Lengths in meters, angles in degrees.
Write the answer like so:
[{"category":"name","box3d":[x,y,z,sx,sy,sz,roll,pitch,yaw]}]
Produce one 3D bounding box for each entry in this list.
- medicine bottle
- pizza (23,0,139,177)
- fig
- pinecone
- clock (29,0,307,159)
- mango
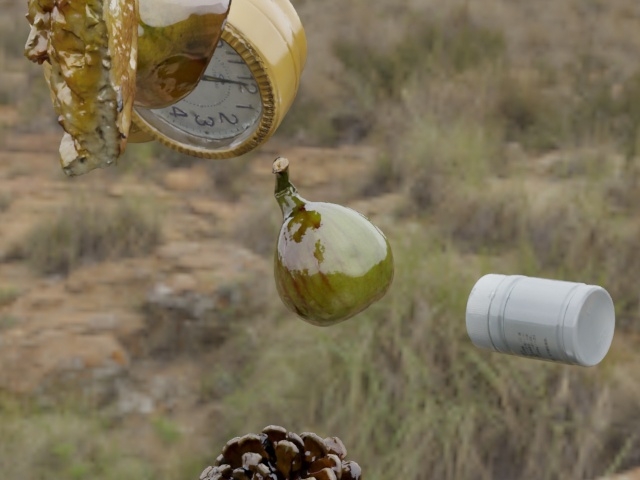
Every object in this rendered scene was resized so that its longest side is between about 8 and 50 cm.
[{"category":"medicine bottle","box3d":[0.155,0.056,1.054,0.091,0.058,0.058,7,10,40]},{"category":"pizza","box3d":[-0.192,-0.220,1.178,0.086,0.335,0.226,1,-4,2]},{"category":"fig","box3d":[-0.006,0.014,1.770,0.186,0.142,0.148,46,15,15]},{"category":"pinecone","box3d":[-0.042,0.281,1.570,0.195,0.179,0.150,39,11,-47]},{"category":"clock","box3d":[-0.169,-0.229,1.765,0.317,0.244,0.200,11,48,22]},{"category":"mango","box3d":[-0.182,-0.201,1.438,0.166,0.136,0.236,17,0,-10]}]
